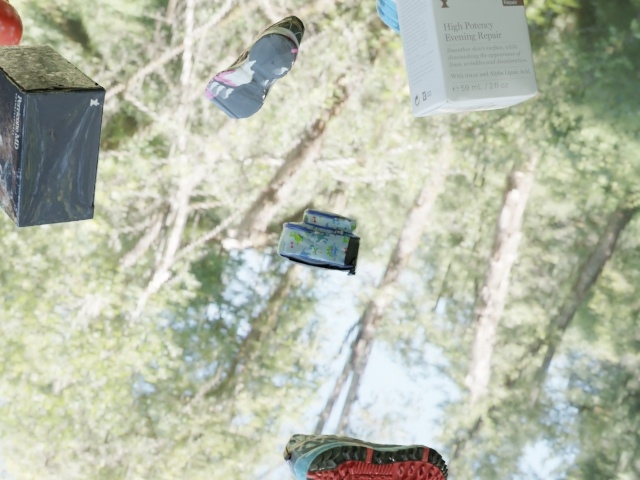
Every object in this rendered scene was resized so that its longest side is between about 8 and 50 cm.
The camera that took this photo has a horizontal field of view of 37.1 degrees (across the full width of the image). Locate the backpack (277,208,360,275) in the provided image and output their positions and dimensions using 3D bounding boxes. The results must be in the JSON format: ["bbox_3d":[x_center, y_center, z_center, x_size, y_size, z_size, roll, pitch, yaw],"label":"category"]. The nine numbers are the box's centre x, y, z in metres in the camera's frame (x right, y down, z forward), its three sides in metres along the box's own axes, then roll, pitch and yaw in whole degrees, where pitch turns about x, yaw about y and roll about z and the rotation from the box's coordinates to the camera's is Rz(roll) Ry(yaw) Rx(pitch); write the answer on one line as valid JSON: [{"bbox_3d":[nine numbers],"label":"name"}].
[{"bbox_3d":[0.000,0.000,1.356,0.114,0.084,0.105,9,176,4],"label":"backpack"}]

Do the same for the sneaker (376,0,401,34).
[{"bbox_3d":[0.230,-0.400,1.465,0.319,0.127,0.208,-4,151,-10],"label":"sneaker"}]

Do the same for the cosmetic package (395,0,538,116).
[{"bbox_3d":[0.148,-0.255,1.019,0.117,0.231,0.085,-9,179,-22],"label":"cosmetic package"}]

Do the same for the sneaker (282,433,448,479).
[{"bbox_3d":[0.063,0.305,1.310,0.261,0.104,0.125,21,179,-35],"label":"sneaker"}]

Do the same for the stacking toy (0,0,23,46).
[{"bbox_3d":[-0.507,-0.360,1.376,0.141,0.141,0.330,8,-149,-44],"label":"stacking toy"}]

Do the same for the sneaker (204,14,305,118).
[{"bbox_3d":[-0.074,-0.220,1.207,0.072,0.077,0.178,45,136,-17],"label":"sneaker"}]

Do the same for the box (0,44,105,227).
[{"bbox_3d":[-0.318,-0.120,1.057,0.093,0.156,0.158,-9,-148,-38],"label":"box"}]
